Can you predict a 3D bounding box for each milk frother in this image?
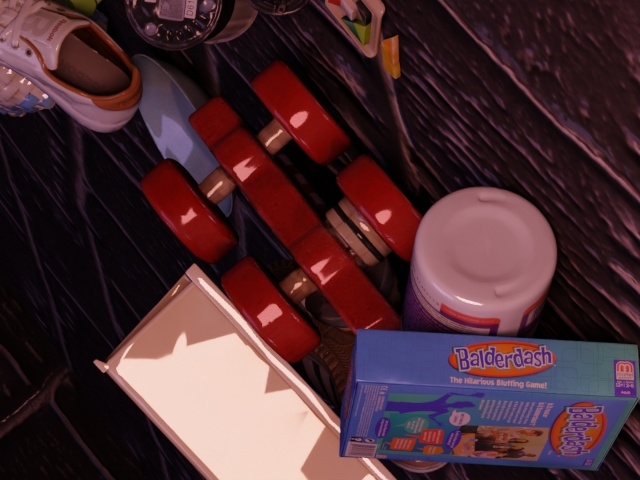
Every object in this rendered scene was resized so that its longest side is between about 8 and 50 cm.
[{"bbox_3d":[-0.071,-0.212,1.609,0.143,0.129,0.135,27,-166,7],"label":"milk frother"}]

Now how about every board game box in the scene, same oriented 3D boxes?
[{"bbox_3d":[0.125,0.124,1.462,0.160,0.210,0.047,100,173,-63],"label":"board game box"}]

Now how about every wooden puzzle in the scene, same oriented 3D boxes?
[{"bbox_3d":[0.026,-0.185,1.514,0.116,0.014,0.078,51,160,24],"label":"wooden puzzle"}]

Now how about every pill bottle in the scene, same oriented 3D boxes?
[{"bbox_3d":[0.119,0.049,1.491,0.108,0.108,0.193,51,160,22],"label":"pill bottle"}]

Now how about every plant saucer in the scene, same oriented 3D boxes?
[{"bbox_3d":[-0.133,-0.116,1.998,0.195,0.037,0.195,49,159,26],"label":"plant saucer"}]

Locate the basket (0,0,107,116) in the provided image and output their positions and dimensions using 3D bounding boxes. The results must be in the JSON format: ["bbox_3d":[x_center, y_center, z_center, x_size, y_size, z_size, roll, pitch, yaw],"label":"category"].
[{"bbox_3d":[-0.401,-0.271,2.140,0.289,0.201,0.255,31,170,-21],"label":"basket"}]

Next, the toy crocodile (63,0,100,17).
[{"bbox_3d":[-0.281,-0.353,1.900,0.115,0.105,0.340,48,159,31],"label":"toy crocodile"}]

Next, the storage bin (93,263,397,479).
[{"bbox_3d":[-0.072,0.162,1.735,0.262,0.123,0.260,46,174,-1],"label":"storage bin"}]

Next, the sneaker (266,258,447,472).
[{"bbox_3d":[0.042,0.149,1.872,0.282,0.099,0.153,45,160,34],"label":"sneaker"}]

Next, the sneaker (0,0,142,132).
[{"bbox_3d":[-0.303,-0.226,1.958,0.290,0.106,0.123,30,161,-7],"label":"sneaker"}]

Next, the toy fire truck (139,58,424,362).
[{"bbox_3d":[0.000,0.000,1.693,0.302,0.169,0.254,50,-176,27],"label":"toy fire truck"}]
